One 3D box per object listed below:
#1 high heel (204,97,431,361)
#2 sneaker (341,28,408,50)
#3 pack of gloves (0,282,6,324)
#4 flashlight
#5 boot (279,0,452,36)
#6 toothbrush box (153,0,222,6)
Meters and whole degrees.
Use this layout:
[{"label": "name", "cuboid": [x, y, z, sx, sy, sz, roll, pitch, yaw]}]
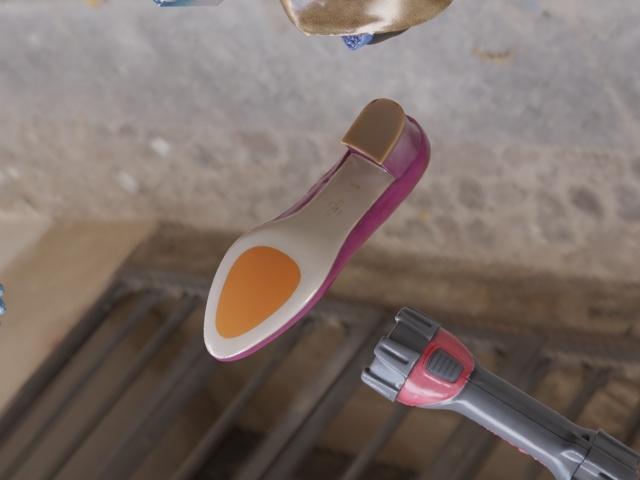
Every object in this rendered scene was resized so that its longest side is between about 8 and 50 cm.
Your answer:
[{"label": "high heel", "cuboid": [0.000, 0.000, 1.398, 0.082, 0.244, 0.117, 30, 175, 19]}, {"label": "sneaker", "cuboid": [0.096, -0.308, 2.174, 0.081, 0.090, 0.232, 63, 155, 5]}, {"label": "pack of gloves", "cuboid": [-0.366, 0.100, 1.799, 0.046, 0.195, 0.232, 3, -173, -39]}, {"label": "flashlight", "cuboid": [0.194, 0.188, 1.909, 0.304, 0.103, 0.103, 32, 121, 5]}, {"label": "boot", "cuboid": [0.104, -0.224, 1.302, 0.305, 0.112, 0.115, -8, 100, 23]}, {"label": "toothbrush box", "cuboid": [-0.132, -0.413, 2.280, 0.126, 0.216, 0.295, 49, -166, 3]}]
